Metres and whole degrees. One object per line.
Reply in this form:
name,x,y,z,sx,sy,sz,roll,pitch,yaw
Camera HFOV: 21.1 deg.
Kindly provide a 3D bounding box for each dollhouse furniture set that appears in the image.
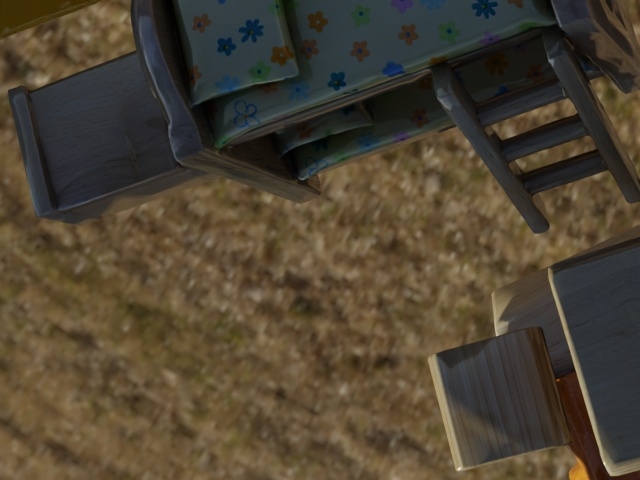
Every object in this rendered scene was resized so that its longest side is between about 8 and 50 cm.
dollhouse furniture set,0.000,0.000,0.456,0.182,0.101,0.161,-19,78,17

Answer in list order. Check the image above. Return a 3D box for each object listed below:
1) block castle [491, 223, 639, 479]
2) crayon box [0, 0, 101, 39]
block castle,0.274,0.134,0.899,0.213,0.453,0.303,-26,69,13
crayon box,-0.207,-0.127,0.584,0.319,0.202,0.081,-22,136,-10
